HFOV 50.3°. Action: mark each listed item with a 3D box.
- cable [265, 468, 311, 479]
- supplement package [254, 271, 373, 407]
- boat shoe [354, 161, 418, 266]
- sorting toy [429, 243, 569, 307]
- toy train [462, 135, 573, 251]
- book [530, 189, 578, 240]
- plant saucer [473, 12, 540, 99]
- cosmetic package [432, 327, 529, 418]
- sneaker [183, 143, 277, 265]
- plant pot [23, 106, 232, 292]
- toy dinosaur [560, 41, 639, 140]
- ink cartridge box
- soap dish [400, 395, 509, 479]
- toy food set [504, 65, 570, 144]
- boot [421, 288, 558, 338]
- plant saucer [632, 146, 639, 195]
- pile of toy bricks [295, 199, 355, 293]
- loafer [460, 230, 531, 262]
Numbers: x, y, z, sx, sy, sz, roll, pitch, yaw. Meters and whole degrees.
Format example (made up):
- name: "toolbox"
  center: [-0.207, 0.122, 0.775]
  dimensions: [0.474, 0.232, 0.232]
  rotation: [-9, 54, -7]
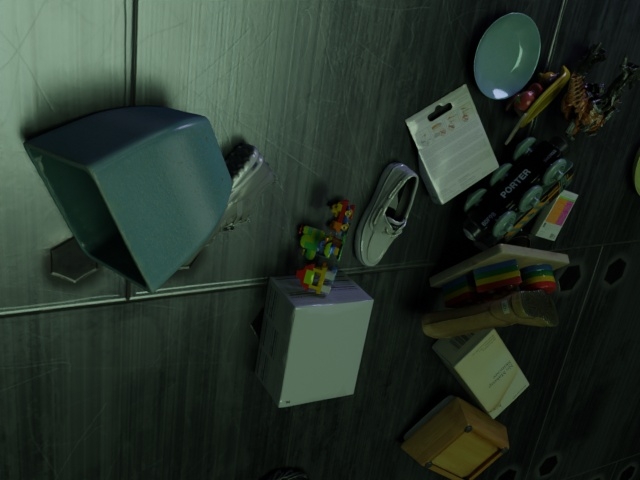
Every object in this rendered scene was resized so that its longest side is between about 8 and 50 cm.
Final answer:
- name: "cable"
  center: [-0.094, 0.682, 1.843]
  dimensions: [0.184, 0.047, 0.151]
  rotation: [8, 105, -31]
- name: "supplement package"
  center: [-0.018, 0.225, 1.578]
  dimensions: [0.203, 0.145, 0.262]
  rotation: [-3, 116, -29]
- name: "boat shoe"
  center: [0.153, -0.049, 1.573]
  dimensions: [0.095, 0.084, 0.258]
  rotation: [3, 113, -32]
- name: "sorting toy"
  center: [0.460, 0.108, 1.737]
  dimensions: [0.257, 0.090, 0.255]
  rotation: [8, 154, -33]
- name: "toy train"
  center: [0.494, -0.110, 1.704]
  dimensions: [0.334, 0.142, 0.190]
  rotation: [-46, 149, 0]
- name: "book"
  center: [0.650, -0.073, 1.888]
  dimensions: [0.096, 0.035, 0.144]
  rotation: [12, 108, -38]
- name: "plant saucer"
  center: [0.419, -0.424, 1.563]
  dimensions: [0.194, 0.037, 0.195]
  rotation: [-13, 121, -23]
- name: "cosmetic package"
  center: [0.462, 0.359, 1.953]
  dimensions: [0.160, 0.113, 0.309]
  rotation: [-43, 127, -4]
- name: "sneaker"
  center: [-0.189, -0.051, 1.358]
  dimensions: [0.281, 0.105, 0.115]
  rotation: [-49, 128, 0]
- name: "plant pot"
  center: [-0.304, -0.107, 1.186]
  dimensions: [0.252, 0.247, 0.247]
  rotation: [-40, 130, -29]
- name: "toy dinosaur"
  center: [0.662, -0.345, 1.652]
  dimensions: [0.218, 0.164, 0.322]
  rotation: [-57, 171, 14]
- name: "ink cartridge box"
  center: [0.303, -0.225, 1.605]
  dimensions: [0.181, 0.056, 0.225]
  rotation: [-32, 108, -12]
- name: "soap dish"
  center: [0.409, 0.599, 2.020]
  dimensions: [0.229, 0.118, 0.290]
  rotation: [-45, 128, 12]
- name: "toy food set"
  center: [0.501, -0.343, 1.623]
  dimensions: [0.218, 0.071, 0.128]
  rotation: [-42, 166, -17]
- name: "boot"
  center: [0.427, 0.190, 1.711]
  dimensions: [0.236, 0.269, 0.089]
  rotation: [20, 59, -44]
- name: "plant saucer"
  center: [0.997, -0.238, 2.002]
  dimensions: [0.240, 0.037, 0.241]
  rotation: [-13, 121, -23]
- name: "pile of toy bricks"
  center: [0.000, 0.000, 1.507]
  dimensions: [0.105, 0.118, 0.213]
  rotation: [17, 103, 5]
- name: "loafer"
  center: [0.480, 0.038, 1.814]
  dimensions: [0.219, 0.078, 0.080]
  rotation: [-18, 123, -21]
